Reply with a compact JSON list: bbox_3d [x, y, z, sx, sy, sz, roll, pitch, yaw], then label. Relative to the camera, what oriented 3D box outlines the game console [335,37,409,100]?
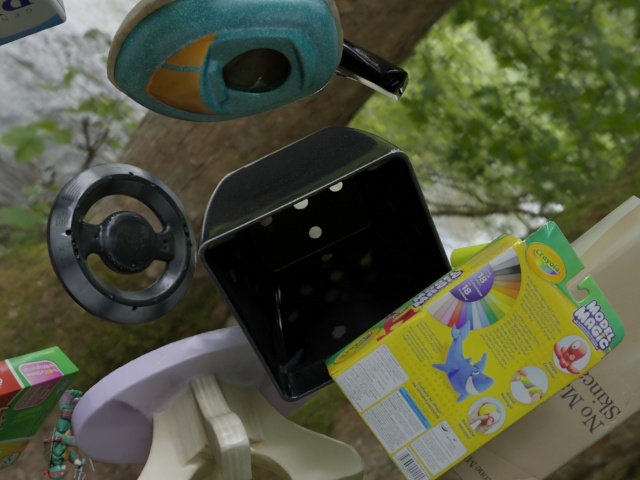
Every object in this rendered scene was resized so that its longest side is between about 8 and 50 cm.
[{"bbox_3d":[0.035,-0.267,1.340,0.213,0.044,0.361,28,8,5],"label":"game console"}]

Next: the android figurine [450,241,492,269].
[{"bbox_3d":[0.230,0.113,1.376,0.056,0.273,0.248,40,58,-29],"label":"android figurine"}]

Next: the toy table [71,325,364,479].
[{"bbox_3d":[-0.097,0.204,0.885,0.252,0.274,0.161,76,-10,-49],"label":"toy table"}]

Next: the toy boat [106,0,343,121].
[{"bbox_3d":[-0.118,-0.235,0.929,0.318,0.267,0.148,69,8,-54],"label":"toy boat"}]

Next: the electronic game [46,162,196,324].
[{"bbox_3d":[-0.270,0.003,1.231,0.229,0.048,0.229,14,68,-40],"label":"electronic game"}]

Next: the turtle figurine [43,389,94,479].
[{"bbox_3d":[-0.607,0.488,2.136,0.118,0.175,0.234,7,65,-22],"label":"turtle figurine"}]

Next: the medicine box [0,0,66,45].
[{"bbox_3d":[-0.486,-0.348,1.041,0.289,0.263,0.149,68,2,-68],"label":"medicine box"}]

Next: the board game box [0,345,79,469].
[{"bbox_3d":[-0.562,0.301,1.411,0.064,0.242,0.316,42,19,15],"label":"board game box"}]

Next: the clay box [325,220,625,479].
[{"bbox_3d":[0.130,0.092,0.744,0.127,0.222,0.053,55,-1,-9],"label":"clay box"}]

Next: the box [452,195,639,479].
[{"bbox_3d":[0.245,0.112,0.886,0.148,0.311,0.121,48,10,-5],"label":"box"}]

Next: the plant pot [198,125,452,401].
[{"bbox_3d":[0.000,0.000,0.822,0.188,0.187,0.167,64,0,-31],"label":"plant pot"}]
